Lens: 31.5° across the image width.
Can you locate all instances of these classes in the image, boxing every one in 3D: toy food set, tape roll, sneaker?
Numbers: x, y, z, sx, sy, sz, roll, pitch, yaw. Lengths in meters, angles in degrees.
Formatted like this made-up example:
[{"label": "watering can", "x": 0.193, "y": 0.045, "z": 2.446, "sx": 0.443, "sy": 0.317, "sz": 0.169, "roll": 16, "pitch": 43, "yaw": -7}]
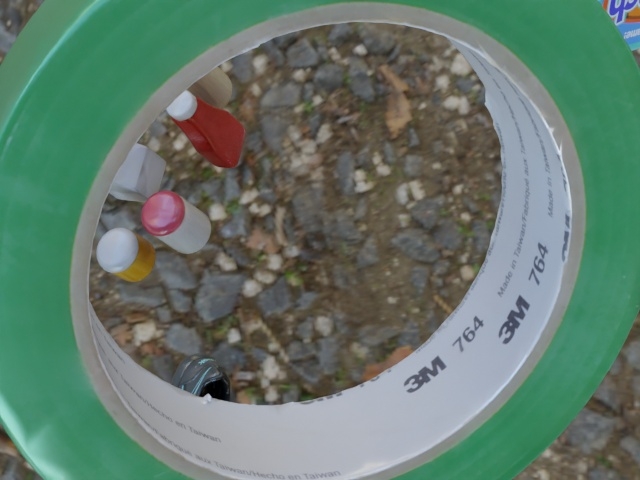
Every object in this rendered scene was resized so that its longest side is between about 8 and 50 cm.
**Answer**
[{"label": "toy food set", "x": -0.138, "y": -0.087, "z": 0.943, "sx": 0.104, "sy": 0.111, "sz": 0.232, "roll": 40, "pitch": 61, "yaw": -61}, {"label": "tape roll", "x": 0.000, "y": 0.000, "z": 0.530, "sx": 0.321, "sy": 0.077, "sz": 0.321, "roll": -7, "pitch": 115, "yaw": -16}, {"label": "sneaker", "x": -0.206, "y": 0.314, "z": 1.791, "sx": 0.101, "sy": 0.106, "sz": 0.268, "roll": 12, "pitch": 88, "yaw": -34}]

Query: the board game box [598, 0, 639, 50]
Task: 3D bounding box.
[{"label": "board game box", "x": 0.233, "y": -0.233, "z": 0.733, "sx": 0.160, "sy": 0.047, "sz": 0.210, "roll": -20, "pitch": 131, "yaw": -27}]
